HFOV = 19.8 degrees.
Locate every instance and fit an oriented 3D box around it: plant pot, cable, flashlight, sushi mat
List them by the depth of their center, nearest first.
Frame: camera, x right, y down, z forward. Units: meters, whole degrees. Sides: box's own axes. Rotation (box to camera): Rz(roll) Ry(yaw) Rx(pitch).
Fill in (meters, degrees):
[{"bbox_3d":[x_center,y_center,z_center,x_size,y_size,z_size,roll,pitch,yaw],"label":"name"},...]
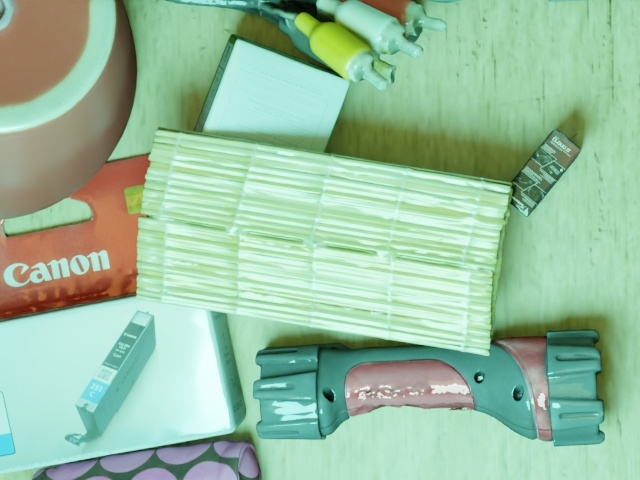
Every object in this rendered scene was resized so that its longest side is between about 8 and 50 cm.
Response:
[{"bbox_3d":[-0.277,-0.166,1.535,0.275,0.243,0.275,1,84,-10],"label":"plant pot"},{"bbox_3d":[0.000,0.000,1.570,0.316,0.019,0.151,9,97,5],"label":"sushi mat"},{"bbox_3d":[0.095,0.136,1.606,0.304,0.103,0.103,-4,88,7],"label":"flashlight"},{"bbox_3d":[-0.023,-0.218,1.607,0.287,0.139,0.072,30,138,19],"label":"cable"}]

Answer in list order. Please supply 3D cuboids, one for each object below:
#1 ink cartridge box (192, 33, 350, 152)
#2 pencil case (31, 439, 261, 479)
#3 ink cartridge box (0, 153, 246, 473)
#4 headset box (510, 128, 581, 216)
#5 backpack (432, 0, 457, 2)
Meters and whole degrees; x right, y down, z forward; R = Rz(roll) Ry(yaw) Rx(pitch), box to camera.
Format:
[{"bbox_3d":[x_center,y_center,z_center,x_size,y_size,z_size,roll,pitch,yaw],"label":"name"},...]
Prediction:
[{"bbox_3d":[-0.063,-0.066,1.624,0.109,0.062,0.209,20,96,-12],"label":"ink cartridge box"},{"bbox_3d":[-0.156,0.241,1.659,0.209,0.098,0.095,-6,52,10],"label":"pencil case"},{"bbox_3d":[-0.239,0.070,1.670,0.296,0.066,0.261,-11,92,8],"label":"ink cartridge box"},{"bbox_3d":[0.196,-0.063,1.601,0.032,0.062,0.083,40,97,4],"label":"headset box"},{"bbox_3d":[0.082,-0.295,1.567,0.188,0.144,0.166,29,91,3],"label":"backpack"}]
